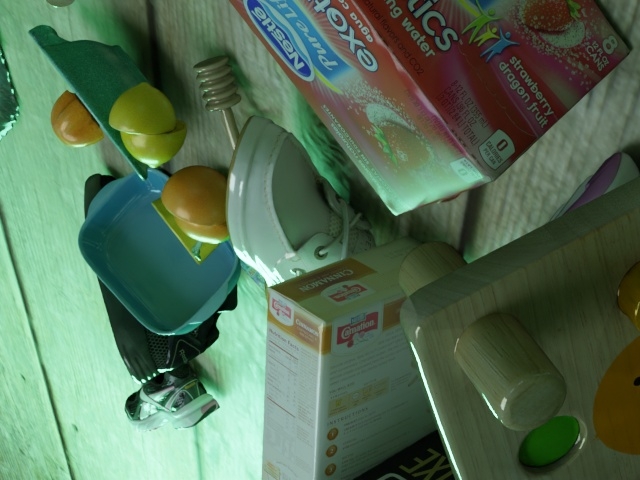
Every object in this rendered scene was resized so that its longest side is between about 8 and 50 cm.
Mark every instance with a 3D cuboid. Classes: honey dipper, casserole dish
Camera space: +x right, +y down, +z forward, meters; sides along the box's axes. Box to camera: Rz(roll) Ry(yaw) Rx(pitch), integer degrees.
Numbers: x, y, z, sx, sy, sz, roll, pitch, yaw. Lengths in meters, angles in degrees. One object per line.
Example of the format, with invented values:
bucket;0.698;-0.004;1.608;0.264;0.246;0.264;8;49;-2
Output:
honey dipper;-0.064;-0.068;1.310;0.030;0.030;0.160;11;124;54
casserole dish;-0.145;0.013;1.520;0.188;0.114;0.037;43;180;33

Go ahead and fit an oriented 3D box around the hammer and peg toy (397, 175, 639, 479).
hammer and peg toy;0.204;0.104;0.915;0.127;0.266;0.361;55;170;50

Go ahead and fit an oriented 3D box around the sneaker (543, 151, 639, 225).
sneaker;0.169;0.038;1.053;0.104;0.095;0.236;39;155;1

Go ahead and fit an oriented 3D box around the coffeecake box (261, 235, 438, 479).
coffeecake box;0.031;0.107;1.247;0.068;0.142;0.185;30;127;41

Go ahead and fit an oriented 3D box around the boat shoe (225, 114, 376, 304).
boat shoe;0.000;0.000;1.284;0.096;0.098;0.277;12;153;21

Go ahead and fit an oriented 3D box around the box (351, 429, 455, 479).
box;0.163;0.239;1.164;0.307;0.242;0.076;26;129;42

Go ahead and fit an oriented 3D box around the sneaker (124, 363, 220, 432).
sneaker;-0.178;0.170;1.895;0.178;0.072;0.077;-14;103;55

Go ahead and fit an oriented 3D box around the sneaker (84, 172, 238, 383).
sneaker;-0.156;0.022;1.603;0.087;0.130;0.227;79;170;-57

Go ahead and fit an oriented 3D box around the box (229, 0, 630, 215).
box;0.034;-0.156;0.929;0.257;0.128;0.123;51;156;-9

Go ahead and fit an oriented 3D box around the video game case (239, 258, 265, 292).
video game case;-0.033;0.038;1.491;0.122;0.011;0.087;48;157;2

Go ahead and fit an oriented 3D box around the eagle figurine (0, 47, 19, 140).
eagle figurine;-0.426;-0.201;1.637;0.298;0.225;0.226;-33;-55;-85

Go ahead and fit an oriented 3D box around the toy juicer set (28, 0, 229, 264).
toy juicer set;-0.182;-0.113;1.352;0.329;0.089;0.209;53;176;-8
